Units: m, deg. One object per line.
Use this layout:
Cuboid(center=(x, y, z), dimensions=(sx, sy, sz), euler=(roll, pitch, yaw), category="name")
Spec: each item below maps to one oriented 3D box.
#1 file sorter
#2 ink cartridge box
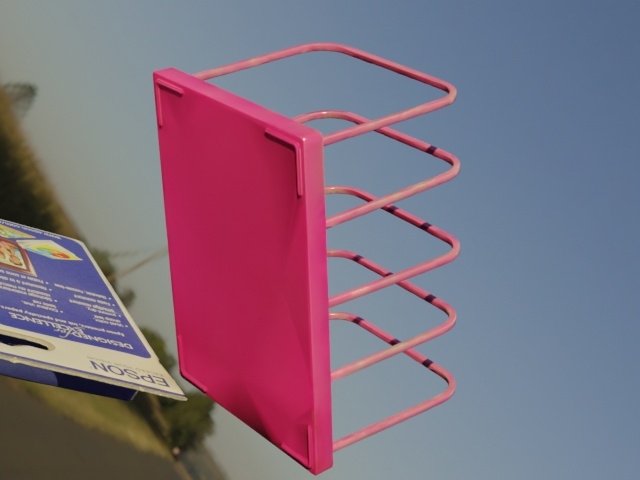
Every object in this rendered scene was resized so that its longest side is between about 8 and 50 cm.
Cuboid(center=(0.000, 0.000, 1.111), dimensions=(0.202, 0.182, 0.290), euler=(28, -51, 46), category="file sorter")
Cuboid(center=(-0.300, 0.051, 1.097), dimensions=(0.304, 0.072, 0.307), euler=(18, 17, -33), category="ink cartridge box")
